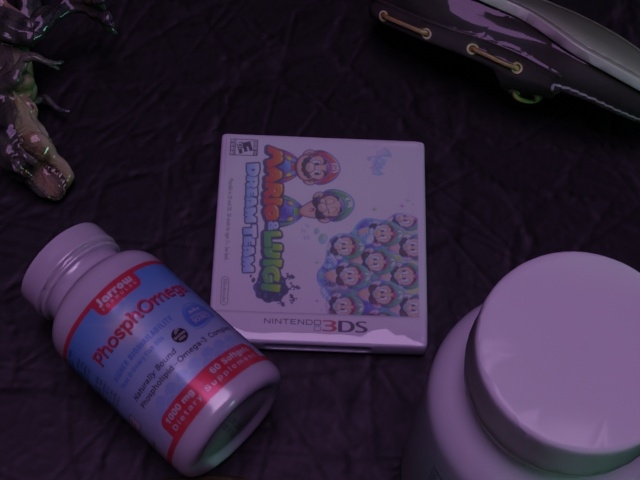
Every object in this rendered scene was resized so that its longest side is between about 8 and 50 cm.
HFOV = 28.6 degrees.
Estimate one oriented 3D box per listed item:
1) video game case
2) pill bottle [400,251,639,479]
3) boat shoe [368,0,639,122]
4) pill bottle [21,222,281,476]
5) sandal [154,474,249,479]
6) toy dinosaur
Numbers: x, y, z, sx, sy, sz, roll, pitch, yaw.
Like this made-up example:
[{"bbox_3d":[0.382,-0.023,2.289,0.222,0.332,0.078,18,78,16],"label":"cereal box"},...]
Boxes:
[{"bbox_3d":[0.000,0.000,0.849,0.143,0.019,0.157,2,63,-1],"label":"video game case"},{"bbox_3d":[0.118,0.100,0.684,0.131,0.229,0.131,1,64,-2],"label":"pill bottle"},{"bbox_3d":[0.143,-0.140,0.901,0.227,0.069,0.081,31,26,9],"label":"boat shoe"},{"bbox_3d":[-0.107,0.063,0.775,0.160,0.087,0.087,40,68,17],"label":"pill bottle"},{"bbox_3d":[-0.149,0.202,0.718,0.240,0.088,0.079,-11,98,-23],"label":"sandal"},{"bbox_3d":[-0.217,-0.157,0.901,0.118,0.064,0.268,-28,64,-8],"label":"toy dinosaur"}]
